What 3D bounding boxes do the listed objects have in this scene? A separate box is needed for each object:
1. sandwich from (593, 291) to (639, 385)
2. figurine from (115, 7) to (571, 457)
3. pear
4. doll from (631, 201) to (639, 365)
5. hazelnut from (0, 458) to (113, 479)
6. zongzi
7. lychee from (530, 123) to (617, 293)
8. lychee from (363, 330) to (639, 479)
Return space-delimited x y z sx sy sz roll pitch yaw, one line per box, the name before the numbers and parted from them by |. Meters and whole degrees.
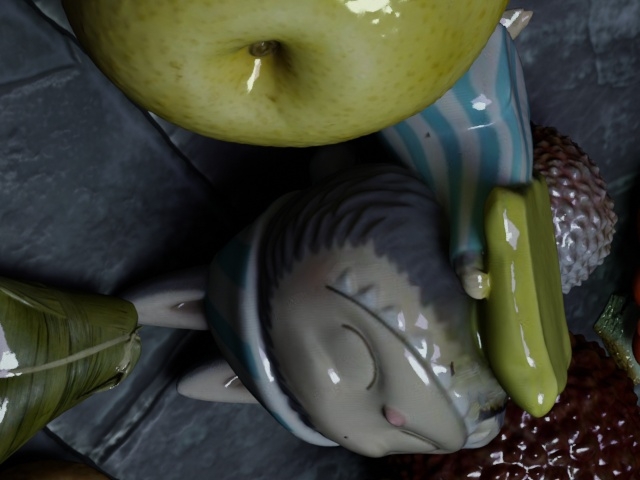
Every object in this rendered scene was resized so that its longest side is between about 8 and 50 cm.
sandwich | 0.328 0.082 1.992 0.105 0.036 0.093 -37 126 -14
figurine | 0.000 0.000 1.603 0.266 0.377 0.361 45 39 -73
pear | -0.020 -0.234 1.424 0.348 0.348 0.348 -14 119 -27
doll | 0.373 -0.009 1.917 0.290 0.130 0.161 -62 143 -12
hazelnut | -0.230 0.262 1.652 0.150 0.150 0.150 -14 119 -27
zongzi | -0.224 0.135 1.574 0.205 0.094 0.204 13 78 -49
lychee | 0.173 -0.028 1.759 0.165 0.165 0.197 -50 135 -4
lychee | 0.155 0.192 1.794 0.300 0.264 0.264 -16 120 -22
